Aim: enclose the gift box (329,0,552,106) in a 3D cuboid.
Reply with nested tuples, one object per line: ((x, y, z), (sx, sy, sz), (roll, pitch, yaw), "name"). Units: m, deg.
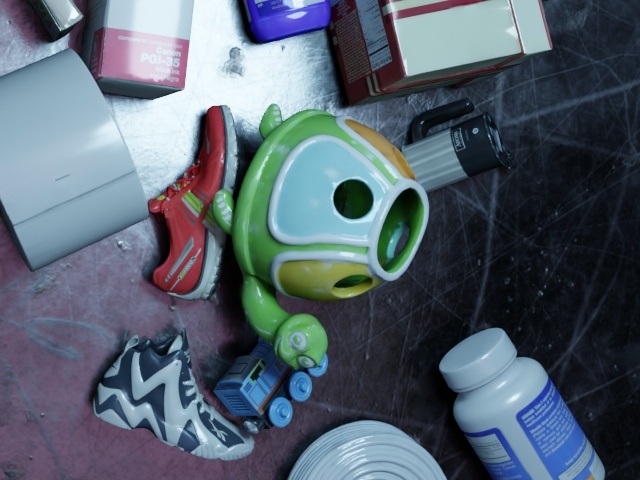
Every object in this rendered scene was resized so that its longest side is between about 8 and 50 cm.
((0.164, -0.351, 1.790), (0.258, 0.255, 0.277), (-13, 94, -20), "gift box")

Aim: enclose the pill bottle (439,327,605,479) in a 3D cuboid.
((0.291, 0.269, 1.913), (0.152, 0.152, 0.272), (-34, 101, -12), "pill bottle")

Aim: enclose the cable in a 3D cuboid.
((0.067, 0.396, 1.884), (0.257, 0.089, 0.257), (-17, 97, -15), "cable")

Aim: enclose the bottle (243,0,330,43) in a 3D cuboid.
((-0.071, -0.424, 1.810), (0.118, 0.092, 0.283), (-16, 96, -10), "bottle")

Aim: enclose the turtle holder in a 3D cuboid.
((-0.001, -0.017, 1.728), (0.320, 0.227, 0.243), (-51, 141, -29), "turtle holder")

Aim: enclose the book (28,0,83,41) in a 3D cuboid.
((-0.360, -0.316, 1.702), (0.035, 0.144, 0.096), (-35, 101, -12), "book")

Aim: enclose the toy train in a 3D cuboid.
((-0.064, 0.183, 1.817), (0.105, 0.080, 0.184), (55, 53, -25), "toy train")

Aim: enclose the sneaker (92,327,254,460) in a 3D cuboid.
((-0.184, 0.205, 1.800), (0.234, 0.094, 0.153), (21, 95, -6), "sneaker")

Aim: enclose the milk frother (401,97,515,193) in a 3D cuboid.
((0.208, -0.121, 1.908), (0.134, 0.129, 0.143), (-20, 133, 19), "milk frother")

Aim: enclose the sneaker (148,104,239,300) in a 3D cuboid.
((-0.177, -0.058, 1.792), (0.118, 0.107, 0.279), (10, 86, -4), "sneaker")

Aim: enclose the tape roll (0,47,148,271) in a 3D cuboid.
((-0.349, -0.103, 1.663), (0.169, 0.246, 0.246), (-25, 99, -13), "tape roll")

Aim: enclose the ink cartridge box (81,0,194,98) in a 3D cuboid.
((-0.236, -0.338, 1.705), (0.117, 0.207, 0.283), (7, 90, -18), "ink cartridge box")
